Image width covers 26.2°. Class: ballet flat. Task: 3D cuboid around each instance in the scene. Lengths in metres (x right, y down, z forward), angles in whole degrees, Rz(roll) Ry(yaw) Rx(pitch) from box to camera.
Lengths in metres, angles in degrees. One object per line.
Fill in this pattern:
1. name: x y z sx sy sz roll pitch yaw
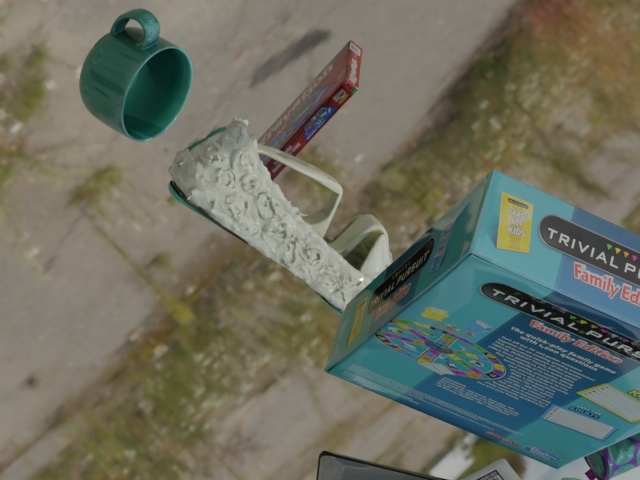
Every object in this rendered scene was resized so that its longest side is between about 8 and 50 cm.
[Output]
1. ballet flat: 0.000 0.000 1.631 0.147 0.409 0.147 -32 -144 27

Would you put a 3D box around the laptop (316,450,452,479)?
1. laptop: 0.137 0.510 1.654 0.236 0.408 0.381 -38 137 -66

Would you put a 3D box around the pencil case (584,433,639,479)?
1. pencil case: 0.415 0.262 1.785 0.152 0.064 0.070 -17 144 -20

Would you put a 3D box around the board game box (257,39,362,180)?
1. board game box: -0.043 -0.153 1.954 0.281 0.027 0.145 -46 -163 24

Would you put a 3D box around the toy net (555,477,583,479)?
1. toy net: 0.171 0.281 1.309 0.232 0.045 0.122 -41 155 26

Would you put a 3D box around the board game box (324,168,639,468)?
1. board game box: 0.180 0.083 1.181 0.336 0.254 0.079 132 -21 -62

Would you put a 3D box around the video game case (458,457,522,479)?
1. video game case: 0.148 0.382 1.430 0.270 0.244 0.061 -23 138 -18

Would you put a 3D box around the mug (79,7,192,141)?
1. mug: -0.233 -0.214 1.724 0.129 0.097 0.157 5 112 -62
